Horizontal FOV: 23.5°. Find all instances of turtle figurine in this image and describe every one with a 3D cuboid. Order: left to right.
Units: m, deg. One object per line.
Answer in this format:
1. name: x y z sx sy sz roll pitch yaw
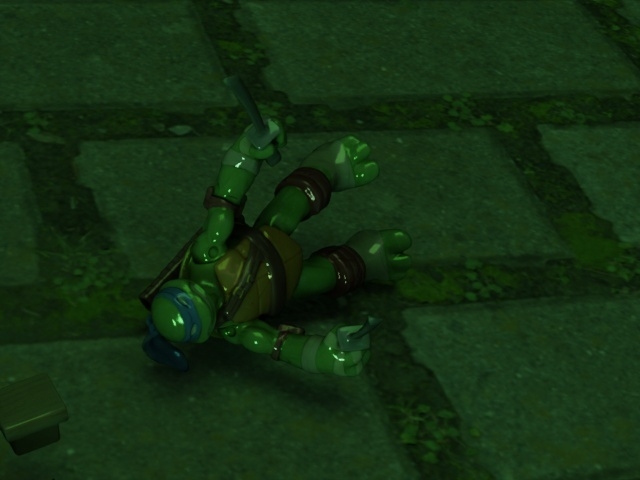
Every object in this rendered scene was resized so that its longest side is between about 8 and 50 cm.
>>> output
1. turtle figurine: 0.000 0.000 1.254 0.198 0.275 0.266 40 34 12

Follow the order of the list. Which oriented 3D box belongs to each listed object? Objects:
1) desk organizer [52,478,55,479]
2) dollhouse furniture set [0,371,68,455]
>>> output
1. desk organizer: -0.190 0.227 1.039 0.050 0.047 0.130 -7 39 -20
2. dollhouse furniture set: -0.274 0.196 0.902 0.355 0.174 0.303 -21 46 -23
